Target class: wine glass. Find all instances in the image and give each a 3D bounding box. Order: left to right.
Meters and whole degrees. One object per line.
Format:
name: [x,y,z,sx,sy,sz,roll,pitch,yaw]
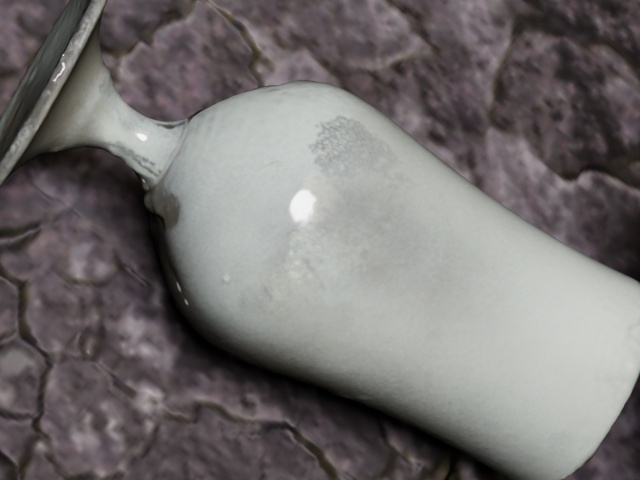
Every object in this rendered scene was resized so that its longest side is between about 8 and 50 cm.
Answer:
wine glass: [0.000,0.000,0.641,0.231,0.103,0.103,29,60,-16]
